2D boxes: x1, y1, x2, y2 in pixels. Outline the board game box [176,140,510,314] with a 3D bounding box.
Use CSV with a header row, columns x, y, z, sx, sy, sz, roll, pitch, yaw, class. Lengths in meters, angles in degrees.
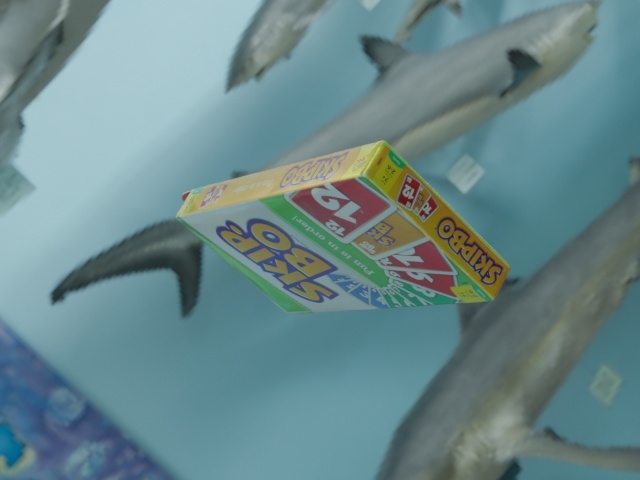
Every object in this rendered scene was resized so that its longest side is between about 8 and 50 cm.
x,y,z,sx,sy,sz,roll,pitch,yaw,class
0.000,0.000,0.840,0.259,0.124,0.039,-6,47,57,board game box
